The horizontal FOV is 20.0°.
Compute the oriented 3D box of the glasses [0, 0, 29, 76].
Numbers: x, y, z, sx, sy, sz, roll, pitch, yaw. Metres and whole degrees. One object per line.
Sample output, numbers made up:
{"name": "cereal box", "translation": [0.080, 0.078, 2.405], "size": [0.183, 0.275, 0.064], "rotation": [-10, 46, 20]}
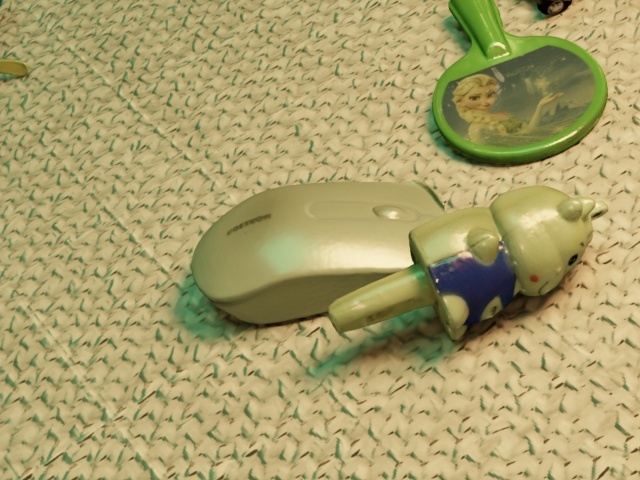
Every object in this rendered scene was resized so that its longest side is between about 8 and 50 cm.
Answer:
{"name": "glasses", "translation": [-0.424, -0.191, 1.978], "size": [0.239, 0.102, 0.207], "rotation": [-32, 68, -14]}

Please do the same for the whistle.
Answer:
{"name": "whistle", "translation": [0.123, 0.022, 1.466], "size": [0.244, 0.110, 0.092], "rotation": [-23, 74, -4]}

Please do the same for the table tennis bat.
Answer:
{"name": "table tennis bat", "translation": [0.172, -0.161, 1.696], "size": [0.160, 0.039, 0.257], "rotation": [-19, 42, 0]}

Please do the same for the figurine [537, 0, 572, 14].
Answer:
{"name": "figurine", "translation": [0.189, -0.300, 1.801], "size": [0.108, 0.114, 0.196], "rotation": [-7, 47, -20]}

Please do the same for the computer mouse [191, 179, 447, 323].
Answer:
{"name": "computer mouse", "translation": [0.000, 0.000, 1.564], "size": [0.231, 0.079, 0.128], "rotation": [-16, 42, 2]}
